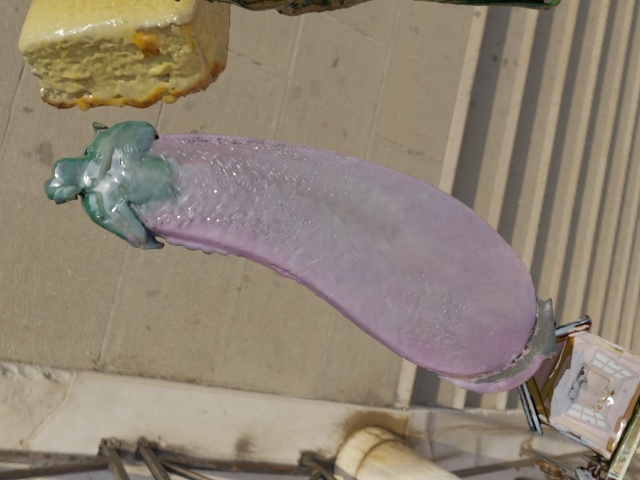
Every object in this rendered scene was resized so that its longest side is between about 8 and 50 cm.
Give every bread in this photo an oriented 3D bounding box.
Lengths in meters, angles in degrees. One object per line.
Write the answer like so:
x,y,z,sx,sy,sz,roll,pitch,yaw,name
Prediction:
-0.187,-0.267,0.602,0.184,0.114,0.275,-5,55,7,bread

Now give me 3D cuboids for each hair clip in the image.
0.001,-0.002,0.395,0.358,0.110,0.096,17,127,2,hair clip

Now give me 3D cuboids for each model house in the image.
0.283,0.191,0.651,0.207,0.154,0.294,-63,151,-1,model house

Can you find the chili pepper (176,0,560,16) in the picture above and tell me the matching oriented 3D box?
0.038,-0.215,0.427,0.359,0.076,0.085,-9,97,-18,chili pepper
